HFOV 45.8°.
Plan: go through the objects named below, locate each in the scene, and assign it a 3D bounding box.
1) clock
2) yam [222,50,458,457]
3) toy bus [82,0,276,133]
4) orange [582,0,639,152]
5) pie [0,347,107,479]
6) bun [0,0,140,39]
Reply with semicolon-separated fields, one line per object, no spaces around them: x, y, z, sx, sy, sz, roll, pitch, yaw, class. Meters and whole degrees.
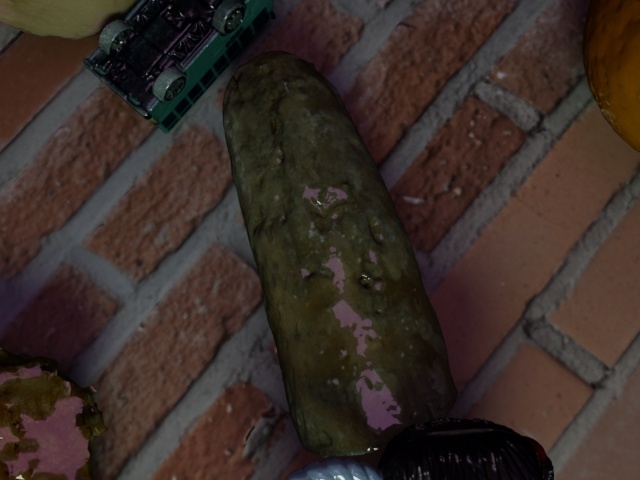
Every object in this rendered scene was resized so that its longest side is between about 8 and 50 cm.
0.053;0.212;0.476;0.194;0.100;0.195;-1;103;-11;clock
0.000;0.000;0.598;0.133;0.133;0.330;-18;75;-3;yam
-0.113;-0.178;0.650;0.079;0.092;0.160;41;88;7;toy bus
0.317;-0.156;0.586;0.219;0.193;0.219;-1;53;1;orange
-0.313;0.226;0.567;0.354;0.103;0.288;-20;79;1;pie
-0.220;-0.265;0.655;0.178;0.128;0.193;2;67;2;bun
